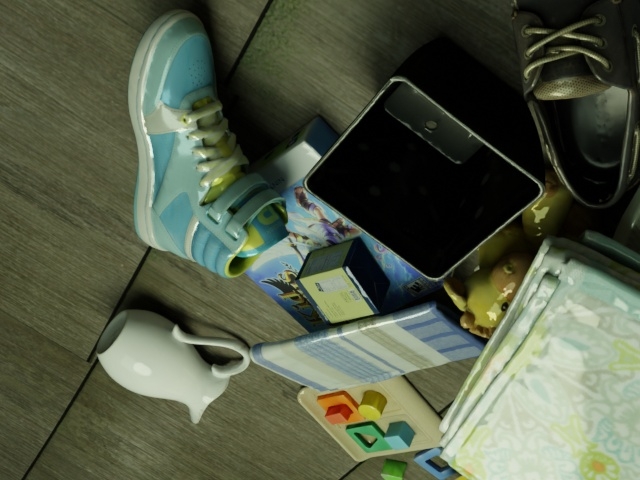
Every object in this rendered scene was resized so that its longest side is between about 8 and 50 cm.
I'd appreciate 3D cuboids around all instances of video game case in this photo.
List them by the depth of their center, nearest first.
[{"bbox_3d":[0.000,0.000,1.191,0.269,0.061,0.244,44,133,-17],"label":"video game case"}]

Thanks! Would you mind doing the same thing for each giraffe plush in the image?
[{"bbox_3d":[0.217,0.033,1.044,0.181,0.170,0.210,21,135,5],"label":"giraffe plush"}]

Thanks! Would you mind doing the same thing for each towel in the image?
[{"bbox_3d":[0.337,0.194,0.933,0.374,0.090,0.320,30,124,10],"label":"towel"},{"bbox_3d":[0.069,0.147,1.226,0.285,0.034,0.209,-18,150,26],"label":"towel"}]

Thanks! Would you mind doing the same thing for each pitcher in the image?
[{"bbox_3d":[-0.232,0.182,1.429,0.207,0.125,0.178,37,114,-24],"label":"pitcher"}]

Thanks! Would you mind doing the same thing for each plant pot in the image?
[{"bbox_3d":[0.124,-0.106,0.966,0.187,0.167,0.188,35,135,-9],"label":"plant pot"}]

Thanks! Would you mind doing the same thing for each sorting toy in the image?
[{"bbox_3d":[0.079,0.285,1.417,0.196,0.047,0.347,-24,116,38],"label":"sorting toy"}]

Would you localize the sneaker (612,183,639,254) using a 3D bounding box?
[{"bbox_3d":[0.358,0.031,1.027,0.131,0.148,0.350,15,111,-8],"label":"sneaker"}]

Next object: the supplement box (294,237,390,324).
[{"bbox_3d":[0.028,0.053,1.141,0.083,0.056,0.083,-16,121,34],"label":"supplement box"}]

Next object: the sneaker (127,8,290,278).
[{"bbox_3d":[-0.116,-0.098,1.057,0.208,0.127,0.319,28,131,29],"label":"sneaker"}]

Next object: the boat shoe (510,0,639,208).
[{"bbox_3d":[0.256,-0.183,0.863,0.132,0.130,0.355,-9,125,30],"label":"boat shoe"}]

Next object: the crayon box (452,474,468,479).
[{"bbox_3d":[0.352,0.420,1.393,0.318,0.081,0.202,36,134,-10],"label":"crayon box"}]
